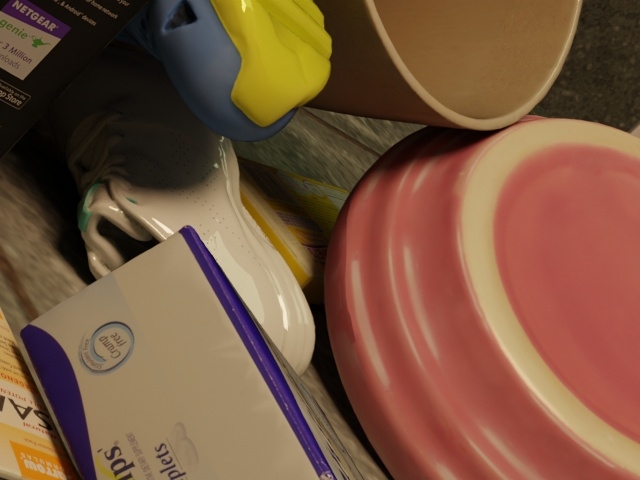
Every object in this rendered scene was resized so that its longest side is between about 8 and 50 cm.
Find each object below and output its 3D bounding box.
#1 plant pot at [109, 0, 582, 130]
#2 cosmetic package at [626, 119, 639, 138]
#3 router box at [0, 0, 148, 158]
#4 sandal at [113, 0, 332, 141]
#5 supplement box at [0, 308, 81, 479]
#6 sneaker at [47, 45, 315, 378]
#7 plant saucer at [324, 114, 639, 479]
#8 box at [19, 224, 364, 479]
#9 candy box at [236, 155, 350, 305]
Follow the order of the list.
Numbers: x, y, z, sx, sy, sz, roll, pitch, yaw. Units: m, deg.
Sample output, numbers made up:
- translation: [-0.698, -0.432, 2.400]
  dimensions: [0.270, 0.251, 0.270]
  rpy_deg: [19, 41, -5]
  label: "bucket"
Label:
- translation: [-0.021, -0.187, 1.062]
  dimensions: [0.256, 0.274, 0.257]
  rpy_deg: [1, 88, -53]
  label: "plant pot"
- translation: [0.304, 0.028, 1.191]
  dimensions: [0.284, 0.377, 0.097]
  rpy_deg: [46, 12, 5]
  label: "cosmetic package"
- translation: [-0.153, -0.209, 0.815]
  dimensions: [0.081, 0.243, 0.309]
  rpy_deg: [31, 19, -46]
  label: "router box"
- translation: [-0.102, -0.142, 0.874]
  dimensions: [0.126, 0.138, 0.317]
  rpy_deg: [48, 6, -45]
  label: "sandal"
- translation: [-0.122, 0.052, 0.579]
  dimensions: [0.062, 0.036, 0.098]
  rpy_deg: [29, 22, -49]
  label: "supplement box"
- translation: [-0.085, -0.018, 0.835]
  dimensions: [0.094, 0.080, 0.212]
  rpy_deg: [7, 40, -50]
  label: "sneaker"
- translation: [0.163, 0.054, 1.008]
  dimensions: [0.332, 0.084, 0.332]
  rpy_deg: [18, 47, -21]
  label: "plant saucer"
- translation: [-0.026, 0.088, 0.612]
  dimensions: [0.126, 0.072, 0.137]
  rpy_deg: [57, 0, 41]
  label: "box"
- translation: [0.000, 0.000, 1.117]
  dimensions: [0.105, 0.027, 0.206]
  rpy_deg: [53, 16, 20]
  label: "candy box"
